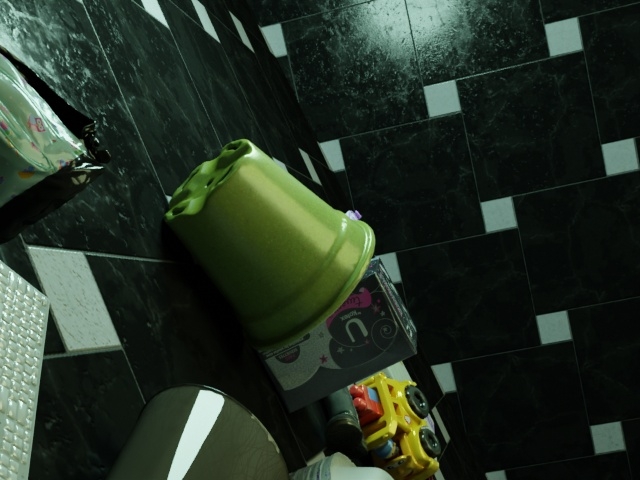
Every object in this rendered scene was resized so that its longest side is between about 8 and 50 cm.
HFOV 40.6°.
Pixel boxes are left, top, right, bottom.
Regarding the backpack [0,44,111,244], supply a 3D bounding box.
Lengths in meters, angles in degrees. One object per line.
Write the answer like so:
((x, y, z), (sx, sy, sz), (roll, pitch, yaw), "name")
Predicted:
((-0.306, -0.098, 0.794), (0.182, 0.152, 0.115), (55, 16, -16), "backpack")

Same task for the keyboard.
((-0.275, 0.119, 0.759), (0.072, 0.014, 0.256), (56, 13, -38), "keyboard")

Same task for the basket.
((-0.129, 0.261, 0.779), (0.204, 0.154, 0.227), (61, 14, -5), "basket")

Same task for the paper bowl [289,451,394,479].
((0.065, 0.453, 1.277), (0.284, 0.148, 0.284), (60, 9, -17), "paper bowl")

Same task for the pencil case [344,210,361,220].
((0.000, 0.000, 1.907), (0.088, 0.206, 0.086), (-99, 163, -44), "pencil case")

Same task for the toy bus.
((0.129, 0.389, 1.811), (0.211, 0.149, 0.220), (33, 32, -46), "toy bus")

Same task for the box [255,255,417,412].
((0.024, 0.159, 1.496), (0.163, 0.247, 0.142), (62, 9, -7), "box")

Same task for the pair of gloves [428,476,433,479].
((0.316, 0.709, 2.257), (0.159, 0.023, 0.198), (62, 11, -18), "pair of gloves")

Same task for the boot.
((0.030, 0.302, 1.673), (0.189, 0.076, 0.208), (74, 4, -57), "boot")

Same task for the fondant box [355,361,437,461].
((0.175, 0.379, 2.153), (0.330, 0.096, 0.238), (64, 10, -8), "fondant box")

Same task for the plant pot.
((-0.098, -0.011, 1.371), (0.254, 0.276, 0.276), (47, 16, -23), "plant pot")
